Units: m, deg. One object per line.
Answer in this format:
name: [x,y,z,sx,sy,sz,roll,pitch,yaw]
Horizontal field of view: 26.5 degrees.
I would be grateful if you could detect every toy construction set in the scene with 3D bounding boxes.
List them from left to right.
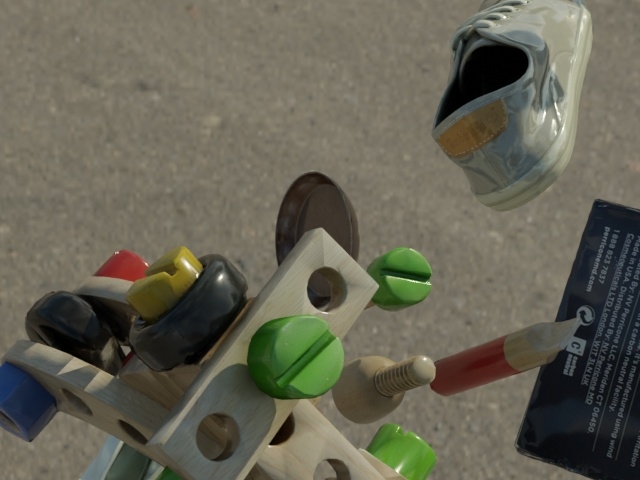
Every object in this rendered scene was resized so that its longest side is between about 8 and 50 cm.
toy construction set: [0.008,0.088,0.678,0.309,0.237,0.257,-23,86,-32]

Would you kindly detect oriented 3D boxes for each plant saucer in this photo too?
plant saucer: [0.000,0.000,1.660,0.029,0.168,0.168,0,36,-33]

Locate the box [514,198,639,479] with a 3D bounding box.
box: [0.362,0.117,0.922,0.313,0.178,0.343,20,3,35]

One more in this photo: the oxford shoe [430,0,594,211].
oxford shoe: [0.205,-0.206,1.510,0.130,0.169,0.449,44,32,-20]

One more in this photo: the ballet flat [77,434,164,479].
ballet flat: [-0.164,0.246,1.261,0.139,0.139,0.400,12,53,9]
